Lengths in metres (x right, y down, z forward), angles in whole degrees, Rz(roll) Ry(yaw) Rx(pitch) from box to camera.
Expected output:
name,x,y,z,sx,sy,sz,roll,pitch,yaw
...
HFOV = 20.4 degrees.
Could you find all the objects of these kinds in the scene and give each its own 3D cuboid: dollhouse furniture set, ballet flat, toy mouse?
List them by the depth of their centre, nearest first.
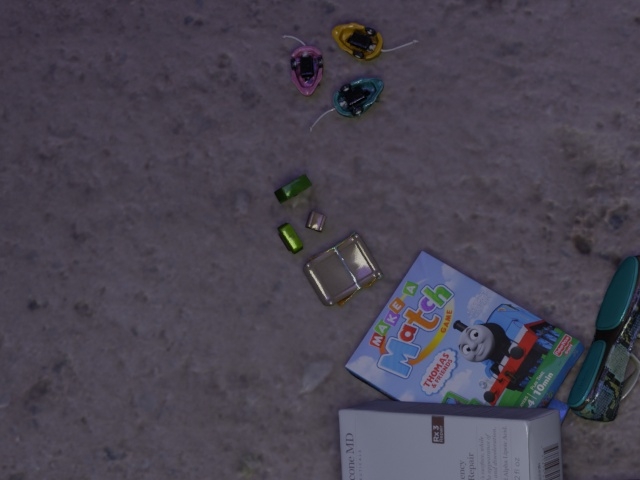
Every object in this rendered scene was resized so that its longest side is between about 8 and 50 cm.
name,x,y,z,sx,sy,sz,roll,pitch,yaw
ballet flat,0.327,0.110,1.928,0.070,0.070,0.188,22,82,15
dollhouse furniture set,0.000,0.000,2.031,0.076,0.058,0.151,-32,91,-8
toy mouse,0.018,-0.186,2.076,0.161,0.031,0.143,17,78,14

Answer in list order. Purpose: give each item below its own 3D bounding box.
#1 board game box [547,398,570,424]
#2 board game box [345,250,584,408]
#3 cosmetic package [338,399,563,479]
name,x,y,z,sx,sy,sz,roll,pitch,yaw
board game box,0.213,0.202,1.937,0.090,0.020,0.090,24,78,16
board game box,0.156,0.129,1.944,0.211,0.039,0.160,30,81,26
cosmetic package,0.135,0.231,1.852,0.231,0.085,0.117,-2,92,33
